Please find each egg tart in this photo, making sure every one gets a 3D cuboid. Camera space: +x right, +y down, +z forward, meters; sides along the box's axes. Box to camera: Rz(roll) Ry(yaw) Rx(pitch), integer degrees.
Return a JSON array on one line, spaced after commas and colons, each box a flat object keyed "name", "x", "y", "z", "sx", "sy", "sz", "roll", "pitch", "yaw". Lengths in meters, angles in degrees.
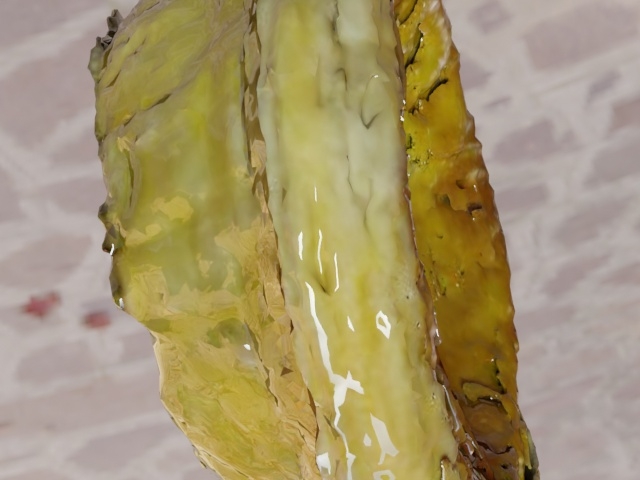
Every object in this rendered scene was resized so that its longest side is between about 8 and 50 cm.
[{"name": "egg tart", "x": 0.000, "y": 0.000, "z": 0.651, "sx": 0.115, "sy": 0.290, "sz": 0.290, "roll": -12, "pitch": 156, "yaw": 11}]
